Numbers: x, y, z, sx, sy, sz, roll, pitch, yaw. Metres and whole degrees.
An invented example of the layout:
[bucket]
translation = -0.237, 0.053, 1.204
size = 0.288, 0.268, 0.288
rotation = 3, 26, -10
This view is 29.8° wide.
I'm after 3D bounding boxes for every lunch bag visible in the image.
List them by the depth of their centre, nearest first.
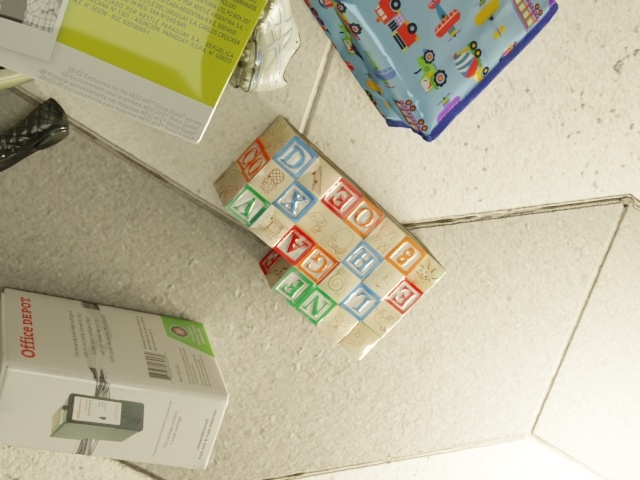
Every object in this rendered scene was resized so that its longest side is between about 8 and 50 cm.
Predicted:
[lunch bag]
translation = 0.160, -0.304, 1.472
size = 0.293, 0.138, 0.221
rotation = -40, 116, -7

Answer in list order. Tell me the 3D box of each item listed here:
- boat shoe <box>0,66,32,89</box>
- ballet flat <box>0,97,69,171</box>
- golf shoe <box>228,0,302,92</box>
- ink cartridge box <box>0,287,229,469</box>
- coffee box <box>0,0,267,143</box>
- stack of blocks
[boat shoe]
translation = -0.454, -0.203, 1.332
size = 0.340, 0.127, 0.113
rotation = -13, 93, -8
[ballet flat]
translation = -0.382, -0.114, 1.438
size = 0.173, 0.057, 0.049
rotation = -25, 77, -6
[golf shoe]
translation = -0.057, -0.265, 1.461
size = 0.086, 0.069, 0.176
rotation = 0, 118, -38
[ink cartridge box]
translation = -0.273, 0.171, 1.502
size = 0.272, 0.198, 0.115
rotation = 12, 111, -20
[coffee box]
translation = -0.226, -0.348, 1.207
size = 0.338, 0.337, 0.334
rotation = 21, 105, -23
[stack of blocks]
translation = 0.000, 0.000, 1.569
size = 0.171, 0.087, 0.297
rotation = -45, 117, 7
